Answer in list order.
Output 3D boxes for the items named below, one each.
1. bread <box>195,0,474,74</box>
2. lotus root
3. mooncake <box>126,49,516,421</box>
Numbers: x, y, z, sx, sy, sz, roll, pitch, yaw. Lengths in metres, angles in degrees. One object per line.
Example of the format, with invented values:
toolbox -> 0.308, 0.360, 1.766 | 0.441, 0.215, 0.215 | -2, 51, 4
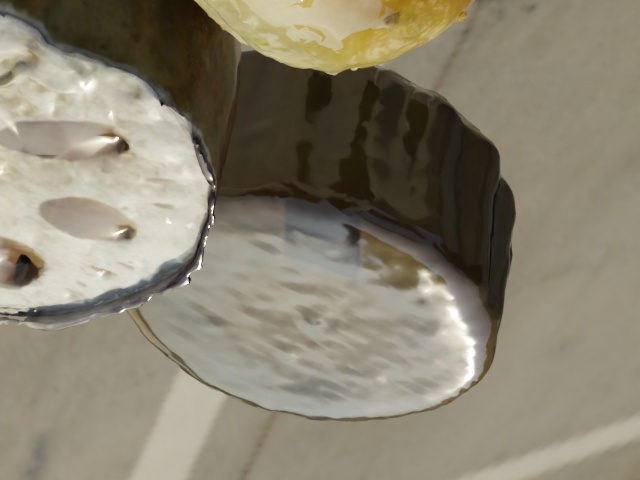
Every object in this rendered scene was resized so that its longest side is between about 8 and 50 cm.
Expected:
bread -> 0.001, -0.226, 0.760 | 0.158, 0.306, 0.305 | -21, 160, 27
lotus root -> -0.163, -0.095, 0.853 | 0.272, 0.192, 0.272 | 7, 153, 3
mooncake -> 0.000, 0.000, 1.266 | 0.290, 0.161, 0.290 | 11, 144, 8
